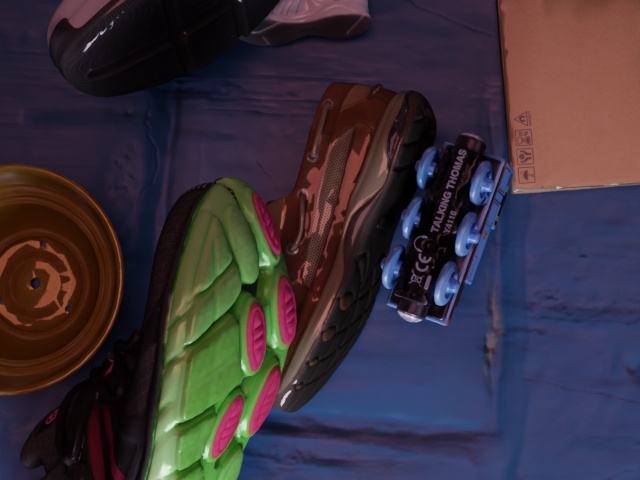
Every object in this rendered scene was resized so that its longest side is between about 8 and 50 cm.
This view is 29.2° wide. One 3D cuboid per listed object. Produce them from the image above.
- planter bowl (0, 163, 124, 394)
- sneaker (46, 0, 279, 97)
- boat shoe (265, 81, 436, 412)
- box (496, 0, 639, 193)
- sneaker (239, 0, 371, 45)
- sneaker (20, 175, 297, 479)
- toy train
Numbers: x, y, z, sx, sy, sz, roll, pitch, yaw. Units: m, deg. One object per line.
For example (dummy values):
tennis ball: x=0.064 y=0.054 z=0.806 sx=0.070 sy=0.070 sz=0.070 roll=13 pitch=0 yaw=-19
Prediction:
planter bowl: x=-0.287 y=0.039 z=1.188 sx=0.217 sy=0.090 sz=0.217 roll=0 pitch=85 yaw=4
sneaker: x=-0.128 y=-0.341 z=1.156 sx=0.257 sy=0.169 sz=0.447 roll=41 pitch=73 yaw=18
boat shoe: x=0.000 y=0.000 z=1.166 sx=0.120 sy=0.122 sz=0.324 roll=22 pitch=86 yaw=18
box: x=0.262 y=-0.150 z=1.202 sx=0.165 sy=0.021 sz=0.201 roll=-4 pitch=84 yaw=4
sneaker: x=-0.027 y=-0.232 z=1.222 sx=0.152 sy=0.053 sz=0.061 roll=-3 pitch=68 yaw=1
sneaker: x=-0.165 y=0.166 z=1.078 sx=0.202 sy=0.185 sz=0.482 roll=24 pitch=106 yaw=22
toy train: x=0.120 y=-0.008 z=1.154 sx=0.080 sy=0.105 sz=0.184 roll=18 pitch=87 yaw=24
